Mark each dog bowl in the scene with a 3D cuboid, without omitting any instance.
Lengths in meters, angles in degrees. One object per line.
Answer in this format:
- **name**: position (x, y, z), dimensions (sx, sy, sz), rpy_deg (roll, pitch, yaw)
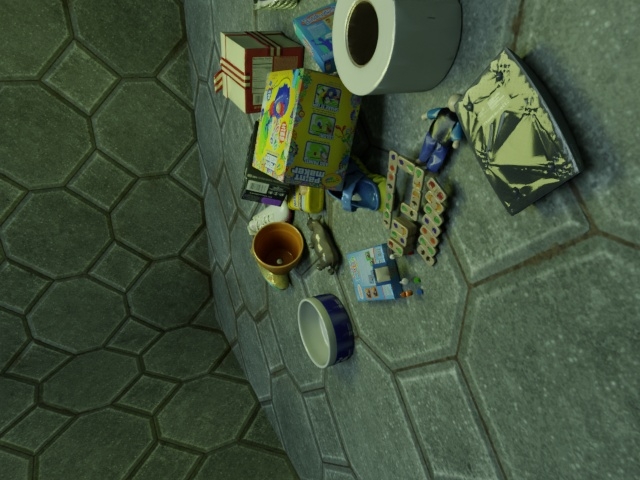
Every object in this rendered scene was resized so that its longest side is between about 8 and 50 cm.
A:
- **dog bowl**: position (0.015, 0.336, 1.661), dimensions (0.265, 0.104, 0.265), rpy_deg (36, 131, 55)

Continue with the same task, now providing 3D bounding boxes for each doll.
- **doll**: position (0.262, -0.235, 0.967), dimensions (0.129, 0.046, 0.189), rpy_deg (60, 150, 32)

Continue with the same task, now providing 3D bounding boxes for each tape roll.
- **tape roll**: position (0.155, -0.444, 0.954), dimensions (0.246, 0.169, 0.246), rpy_deg (36, 131, 54)

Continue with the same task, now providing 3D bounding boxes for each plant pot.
- **plant pot**: position (-0.172, 0.054, 1.852), dimensions (0.188, 0.205, 0.205), rpy_deg (94, 155, -64)

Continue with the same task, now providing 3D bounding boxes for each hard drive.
- **hard drive**: position (0.350, -0.192, 0.792), dimensions (0.255, 0.054, 0.172), rpy_deg (70, 154, 17)

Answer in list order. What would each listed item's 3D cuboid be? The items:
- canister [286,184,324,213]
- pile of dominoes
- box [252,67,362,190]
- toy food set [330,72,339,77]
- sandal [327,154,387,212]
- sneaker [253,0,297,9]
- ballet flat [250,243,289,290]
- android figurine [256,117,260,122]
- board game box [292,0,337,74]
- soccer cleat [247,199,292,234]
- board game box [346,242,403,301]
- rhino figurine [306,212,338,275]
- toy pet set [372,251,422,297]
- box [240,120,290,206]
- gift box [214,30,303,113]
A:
- **canister**: position (-0.056, -0.166, 1.618), dimensions (0.170, 0.073, 0.126), rpy_deg (20, 108, 59)
- **pile of dominoes**: position (0.214, -0.068, 1.082), dimensions (0.196, 0.040, 0.251), rpy_deg (43, 147, 40)
- **box**: position (-0.046, -0.307, 1.222), dimensions (0.290, 0.177, 0.279), rpy_deg (35, 117, 61)
- **toy food set**: position (0.047, -0.464, 1.351), dimensions (0.122, 0.019, 0.078), rpy_deg (63, 152, 13)
- **sandal**: position (0.076, -0.166, 1.282), dimensions (0.317, 0.138, 0.126), rpy_deg (40, 138, 55)
- **sneaker**: position (-0.168, -0.876, 1.518), dimensions (0.293, 0.102, 0.146), rpy_deg (38, 133, 54)
- **ballet flat**: position (-0.239, 0.096, 2.090), dimensions (0.348, 0.123, 0.123), rpy_deg (48, 141, 47)
- **android figurine**: position (-0.221, -0.389, 1.899), dimensions (0.273, 0.056, 0.248), rpy_deg (66, 152, 28)
- **board game box**: position (0.039, -0.540, 1.164), dimensions (0.047, 0.160, 0.210), rpy_deg (73, 171, -60)
- **soccer cleat**: position (-0.230, -0.084, 1.943), dimensions (0.331, 0.143, 0.116), rpy_deg (-37, 68, 62)
- **board game box**: position (0.159, 0.101, 1.336), dimensions (0.211, 0.039, 0.160), rpy_deg (-20, 82, 63)
- **rhino figurine**: position (0.000, 0.000, 1.586), dimensions (0.106, 0.073, 0.243), rpy_deg (116, 137, -58)
- **toy pet set**: position (0.203, 0.094, 1.199), dimensions (0.065, 0.114, 0.122), rpy_deg (32, -133, -86)
- **box**: position (-0.194, -0.286, 1.653), dimensions (0.143, 0.165, 0.270), rpy_deg (125, 152, -58)
- **gift box**: position (-0.230, -0.596, 1.597), dimensions (0.258, 0.255, 0.276), rpy_deg (50, 139, 42)
